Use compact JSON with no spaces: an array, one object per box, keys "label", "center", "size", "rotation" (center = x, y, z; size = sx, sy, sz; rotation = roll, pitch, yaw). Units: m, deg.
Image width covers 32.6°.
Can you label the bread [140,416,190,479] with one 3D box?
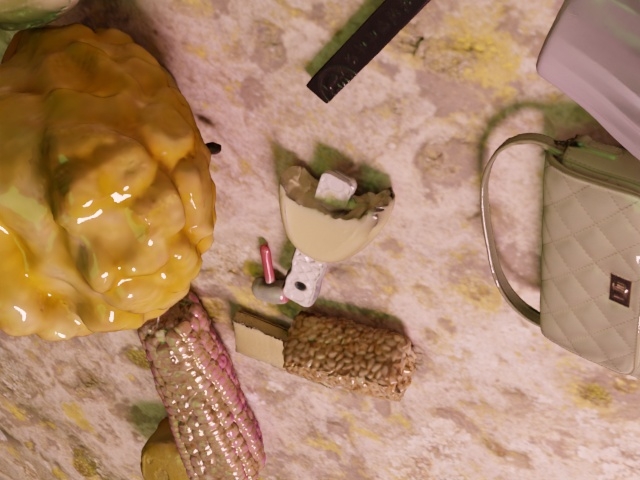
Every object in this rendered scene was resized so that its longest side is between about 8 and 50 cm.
[{"label":"bread","center":[-0.214,0.336,1.697],"size":[0.156,0.086,0.125],"rotation":[-17,111,42]}]

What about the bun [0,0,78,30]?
[{"label":"bun","center":[-0.326,-0.340,1.054],"size":[0.287,0.146,0.287],"rotation":[16,145,12]}]

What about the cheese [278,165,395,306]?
[{"label":"cheese","center":[0.000,0.001,1.230],"size":[0.127,0.050,0.235],"rotation":[27,142,8]}]

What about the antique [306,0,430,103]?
[{"label":"antique","center":[0.045,-0.189,1.033],"size":[0.031,0.015,0.192],"rotation":[42,141,-7]}]

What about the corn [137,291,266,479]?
[{"label":"corn","center":[-0.160,0.215,1.516],"size":[0.126,0.126,0.335],"rotation":[10,130,29]}]

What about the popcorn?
[{"label":"popcorn","center":[-0.291,-0.061,1.132],"size":[0.349,0.381,0.349],"rotation":[3,95,47]}]

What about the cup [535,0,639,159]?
[{"label":"cup","center":[0.351,-0.108,0.708],"size":[0.371,0.253,0.253],"rotation":[33,141,8]}]

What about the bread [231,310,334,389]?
[{"label":"bread","center":[-0.044,0.142,1.421],"size":[0.153,0.028,0.068],"rotation":[20,138,18]}]

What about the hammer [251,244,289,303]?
[{"label":"hammer","center":[-0.064,0.040,1.333],"size":[0.052,0.031,0.083],"rotation":[9,128,24]}]

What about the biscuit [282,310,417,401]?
[{"label":"biscuit","center":[0.034,0.139,1.323],"size":[0.168,0.082,0.070],"rotation":[11,155,25]}]

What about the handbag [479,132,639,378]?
[{"label":"handbag","center":[0.250,0.012,1.040],"size":[0.219,0.079,0.256],"rotation":[18,136,27]}]
